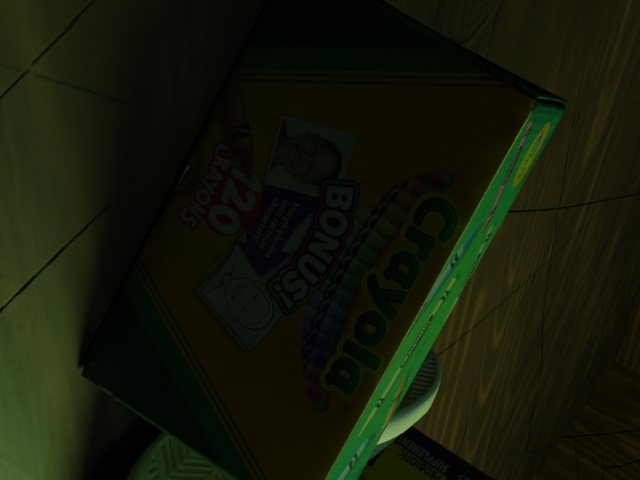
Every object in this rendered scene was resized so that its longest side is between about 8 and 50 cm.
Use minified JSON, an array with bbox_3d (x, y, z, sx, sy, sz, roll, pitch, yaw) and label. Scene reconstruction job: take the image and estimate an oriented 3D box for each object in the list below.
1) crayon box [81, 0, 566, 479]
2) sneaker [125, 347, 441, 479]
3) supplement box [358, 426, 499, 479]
[{"bbox_3d":[0.000,0.000,1.003,0.278,0.165,0.081,-62,164,12],"label":"crayon box"},{"bbox_3d":[-0.042,0.163,1.283,0.350,0.131,0.148,-30,155,-48],"label":"sneaker"},{"bbox_3d":[0.004,0.352,1.610,0.356,0.194,0.195,-52,163,-22],"label":"supplement box"}]
